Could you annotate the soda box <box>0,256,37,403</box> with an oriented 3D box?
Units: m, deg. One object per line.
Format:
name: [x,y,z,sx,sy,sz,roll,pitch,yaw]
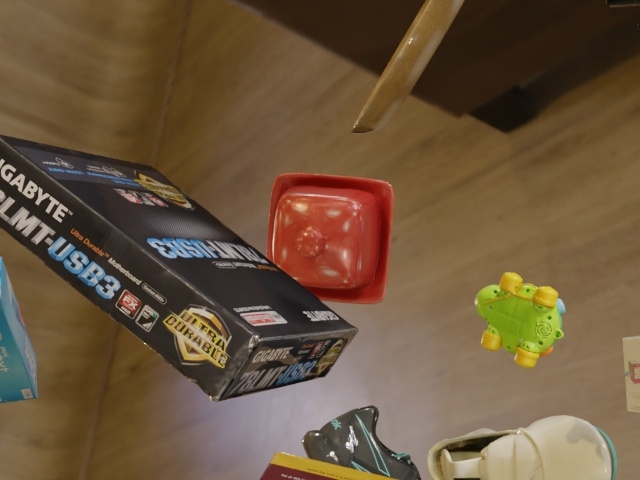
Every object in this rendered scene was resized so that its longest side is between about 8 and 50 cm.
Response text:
soda box: [-0.415,0.119,1.368,0.210,0.067,0.071,89,170,-46]

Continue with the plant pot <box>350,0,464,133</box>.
plant pot: [0.103,-0.207,1.119,0.236,0.032,0.236,-60,3,5]

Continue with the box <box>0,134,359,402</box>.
box: [-0.131,0.023,0.980,0.073,0.293,0.295,-57,-17,8]

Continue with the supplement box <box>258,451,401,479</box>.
supplement box: [0.012,0.319,0.973,0.194,0.191,0.129,-53,-32,-56]

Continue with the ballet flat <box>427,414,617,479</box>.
ballet flat: [0.257,0.318,1.490,0.400,0.139,0.139,148,139,-71]

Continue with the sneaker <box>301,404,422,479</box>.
sneaker: [0.088,0.322,1.282,0.106,0.267,0.101,-34,0,-7]

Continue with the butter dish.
butter dish: [0.000,0.000,1.311,0.118,0.160,0.160,-14,-71,-75]

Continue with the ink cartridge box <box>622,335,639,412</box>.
ink cartridge box: [0.541,0.213,1.739,0.052,0.088,0.122,-3,90,58]

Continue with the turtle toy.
turtle toy: [0.227,0.086,1.231,0.130,0.066,0.095,25,101,42]

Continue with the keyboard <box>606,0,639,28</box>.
keyboard: [0.408,-0.289,1.186,0.192,0.038,0.100,2,102,34]
